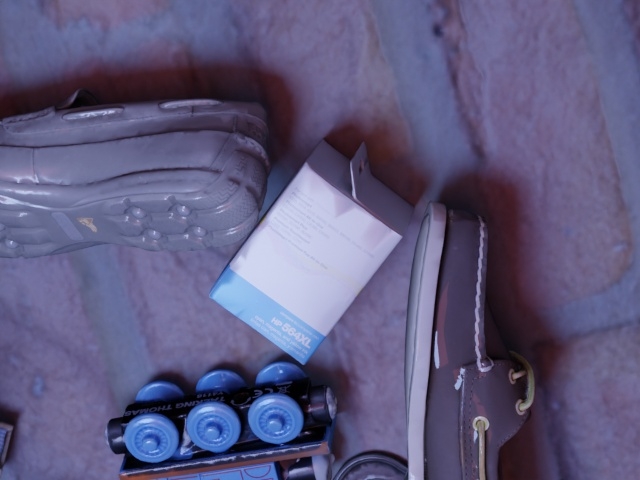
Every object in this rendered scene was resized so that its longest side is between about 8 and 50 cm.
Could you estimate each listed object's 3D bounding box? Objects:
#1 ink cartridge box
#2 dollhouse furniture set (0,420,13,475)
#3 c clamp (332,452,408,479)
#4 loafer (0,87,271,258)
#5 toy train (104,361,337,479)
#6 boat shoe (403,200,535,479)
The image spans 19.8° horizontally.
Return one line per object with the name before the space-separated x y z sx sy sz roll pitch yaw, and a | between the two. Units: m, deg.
ink cartridge box | 0.000 0.000 1.349 0.090 0.092 0.143 37 107 -3
dollhouse furniture set | -0.224 0.245 1.343 0.303 0.198 0.286 17 66 -9
c clamp | 0.050 0.240 1.445 0.160 0.022 0.137 27 102 2
loafer | -0.186 -0.054 1.364 0.319 0.111 0.112 1 146 18
toy train | -0.072 0.159 1.413 0.184 0.080 0.105 -10 112 8
boat shoe | 0.108 0.130 1.355 0.096 0.116 0.324 3 102 3
